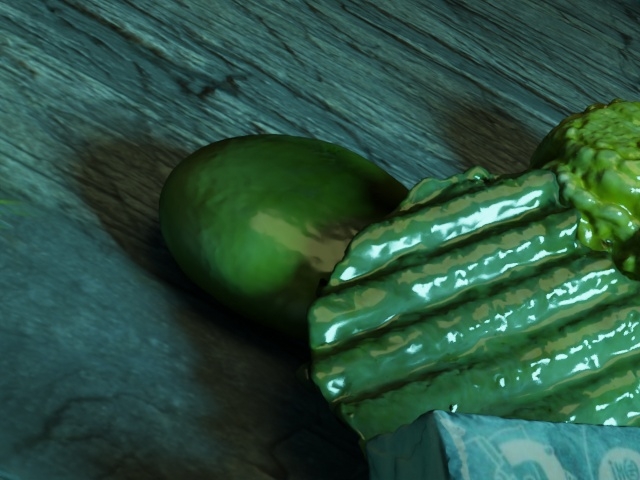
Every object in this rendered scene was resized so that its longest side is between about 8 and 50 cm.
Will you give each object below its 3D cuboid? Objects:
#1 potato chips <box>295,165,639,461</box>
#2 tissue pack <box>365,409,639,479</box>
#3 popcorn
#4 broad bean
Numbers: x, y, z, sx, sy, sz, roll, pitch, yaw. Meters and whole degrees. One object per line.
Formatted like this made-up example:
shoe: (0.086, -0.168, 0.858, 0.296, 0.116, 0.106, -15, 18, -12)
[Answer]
potato chips: (0.167, 0.113, 0.987, 0.373, 0.097, 0.389, 38, 47, 7)
tissue pack: (0.185, 0.230, 0.807, 0.316, 0.103, 0.228, 9, 67, -32)
popcorn: (0.348, -0.058, 1.529, 0.225, 0.173, 0.286, 12, 36, 4)
broad bean: (0.000, 0.001, 1.139, 0.291, 0.119, 0.238, 20, 36, -4)
